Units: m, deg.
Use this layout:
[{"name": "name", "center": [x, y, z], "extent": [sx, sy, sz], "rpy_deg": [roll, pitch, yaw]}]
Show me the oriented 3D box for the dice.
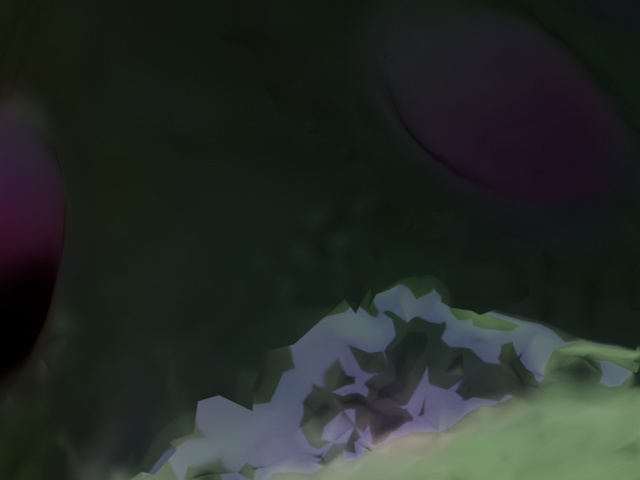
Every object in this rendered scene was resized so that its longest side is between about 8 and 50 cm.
[{"name": "dice", "center": [0.000, 0.000, 0.634], "extent": [0.322, 0.330, 0.318], "rpy_deg": [8, 137, -32]}]
